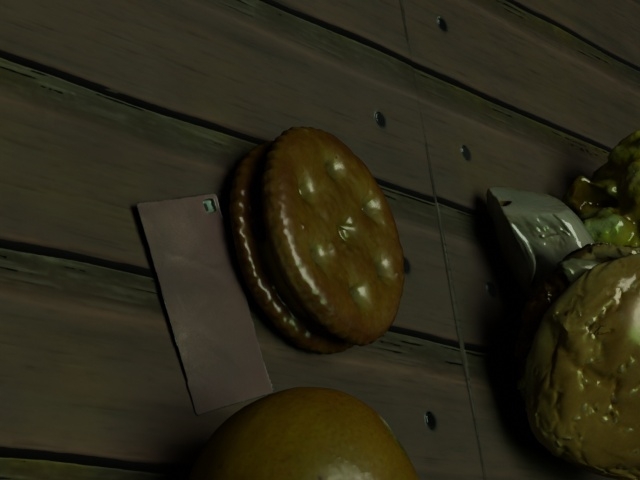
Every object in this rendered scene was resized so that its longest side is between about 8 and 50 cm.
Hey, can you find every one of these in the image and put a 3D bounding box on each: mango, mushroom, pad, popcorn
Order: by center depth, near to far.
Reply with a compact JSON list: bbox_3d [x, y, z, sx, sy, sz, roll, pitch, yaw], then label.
[{"bbox_3d":[-0.022,0.264,1.254,0.211,0.173,0.317,43,48,-32],"label":"mango"},{"bbox_3d":[-0.100,0.052,1.405,0.113,0.006,0.188,-10,82,-57],"label":"pad"},{"bbox_3d":[0.272,0.042,1.832,0.247,0.108,0.096,59,28,-14],"label":"mushroom"},{"bbox_3d":[0.416,-0.017,2.026,0.266,0.192,0.233,8,80,-27],"label":"popcorn"}]

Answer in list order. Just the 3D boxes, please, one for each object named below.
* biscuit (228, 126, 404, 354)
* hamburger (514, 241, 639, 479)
[{"bbox_3d":[0.000,0.000,1.521,0.220,0.066,0.220,35,44,-43],"label":"biscuit"},{"bbox_3d":[0.349,0.136,1.745,0.144,0.283,0.260,-94,-168,-72],"label":"hamburger"}]
